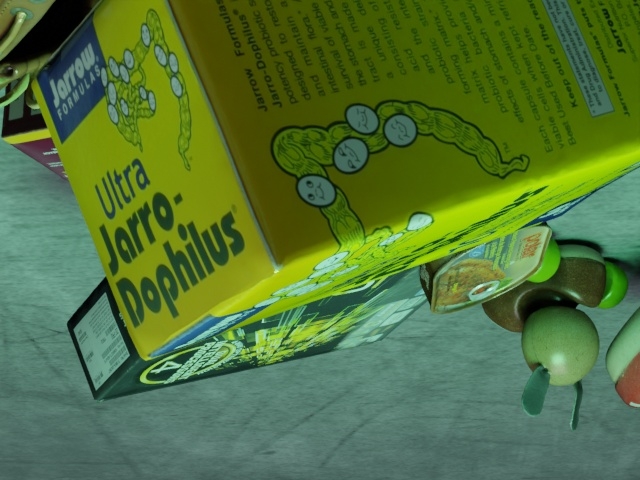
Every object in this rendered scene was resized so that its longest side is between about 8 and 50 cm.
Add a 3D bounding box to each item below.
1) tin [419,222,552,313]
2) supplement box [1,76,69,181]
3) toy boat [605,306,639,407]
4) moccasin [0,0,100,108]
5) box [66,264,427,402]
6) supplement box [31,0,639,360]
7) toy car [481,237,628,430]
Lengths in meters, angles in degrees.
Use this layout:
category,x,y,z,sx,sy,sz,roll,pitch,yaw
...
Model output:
category,x,y,z,sx,sy,sz,roll,pitch,yaw
tin,0.137,0.013,1.327,0.106,0.040,0.190,-18,162,-4
supplement box,-0.165,-0.098,1.250,0.081,0.104,0.188,-8,158,22
toy boat,0.425,0.118,1.691,0.231,0.151,0.151,-26,161,-7
moccasin,-0.200,-0.161,1.021,0.147,0.139,0.380,21,153,-14
box,0.000,0.000,1.336,0.318,0.097,0.395,-11,160,-35
supplement box,0.040,-0.087,0.974,0.356,0.195,0.194,-18,171,-32
toy car,0.240,0.106,1.686,0.149,0.188,0.155,-19,152,41
